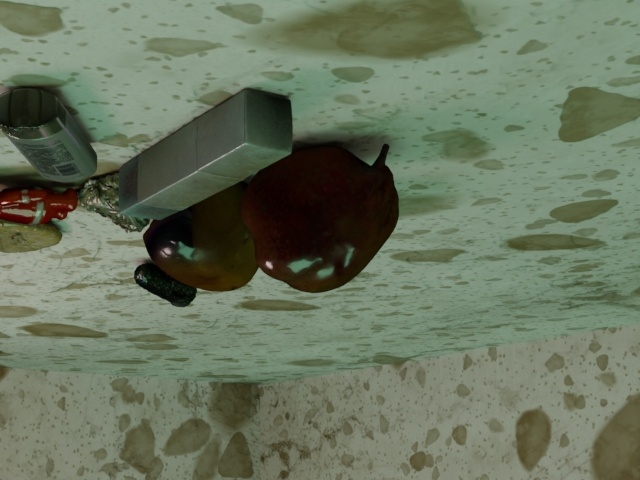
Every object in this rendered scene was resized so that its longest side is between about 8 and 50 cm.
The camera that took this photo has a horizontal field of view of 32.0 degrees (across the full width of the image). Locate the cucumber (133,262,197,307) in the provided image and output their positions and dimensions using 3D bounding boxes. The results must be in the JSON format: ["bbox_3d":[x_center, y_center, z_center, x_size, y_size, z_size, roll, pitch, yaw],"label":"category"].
[{"bbox_3d":[-0.339,0.089,2.366,0.067,0.067,0.245,-6,163,17],"label":"cucumber"}]

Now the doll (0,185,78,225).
[{"bbox_3d":[-0.503,-0.055,1.723,0.244,0.076,0.142,1,166,-27],"label":"doll"}]

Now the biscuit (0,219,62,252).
[{"bbox_3d":[-0.570,-0.008,1.990,0.219,0.033,0.220,-1,167,0],"label":"biscuit"}]

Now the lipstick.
[{"bbox_3d":[-0.166,-0.109,1.529,0.076,0.080,0.371,9,162,-33],"label":"lipstick"}]

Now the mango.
[{"bbox_3d":[-0.178,-0.005,1.800,0.201,0.153,0.287,-1,165,10],"label":"mango"}]

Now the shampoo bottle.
[{"bbox_3d":[-0.354,-0.133,1.452,0.086,0.056,0.227,-3,166,1],"label":"shampoo bottle"}]

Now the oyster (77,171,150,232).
[{"bbox_3d":[-0.322,-0.061,1.761,0.125,0.064,0.177,28,162,-35],"label":"oyster"}]

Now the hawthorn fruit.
[{"bbox_3d":[0.010,-0.049,1.599,0.248,0.208,0.208,-37,150,25],"label":"hawthorn fruit"}]
